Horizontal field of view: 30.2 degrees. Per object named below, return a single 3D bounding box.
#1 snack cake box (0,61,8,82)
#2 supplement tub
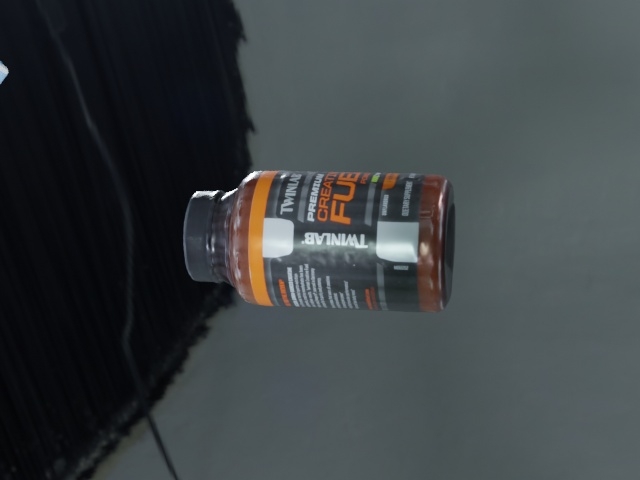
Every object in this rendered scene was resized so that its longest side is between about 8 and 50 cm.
[{"bbox_3d":[-0.316,-0.046,0.692,0.264,0.089,0.152,-51,44,5],"label":"snack cake box"},{"bbox_3d":[0.000,0.000,0.896,0.198,0.106,0.106,1,31,10],"label":"supplement tub"}]
